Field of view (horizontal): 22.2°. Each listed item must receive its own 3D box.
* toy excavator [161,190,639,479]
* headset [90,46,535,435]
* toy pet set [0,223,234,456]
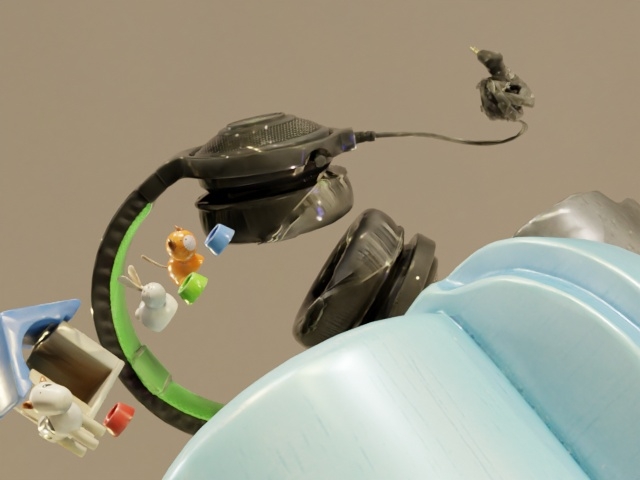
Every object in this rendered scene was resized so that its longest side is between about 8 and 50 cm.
[{"bbox_3d":[-0.028,0.183,0.663,0.222,0.445,0.433,53,-58,34],"label":"toy excavator"},{"bbox_3d":[0.000,0.000,1.259,0.394,0.185,0.243,-39,-82,8],"label":"headset"},{"bbox_3d":[-0.114,0.040,0.766,0.065,0.122,0.114,37,-38,-13],"label":"toy pet set"}]
